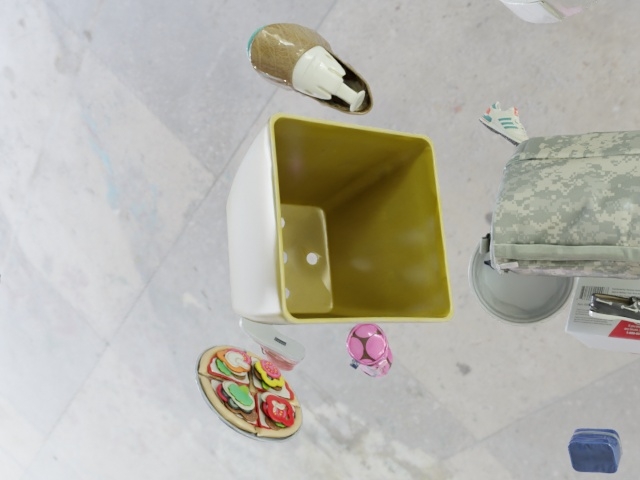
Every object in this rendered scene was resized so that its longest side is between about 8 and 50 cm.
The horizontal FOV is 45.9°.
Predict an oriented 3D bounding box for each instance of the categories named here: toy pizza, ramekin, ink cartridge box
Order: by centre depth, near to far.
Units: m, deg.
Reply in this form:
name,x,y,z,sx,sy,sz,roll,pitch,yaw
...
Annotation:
name,x,y,z,sx,sy,sz,roll,pitch,yaw
toy pizza,-0.107,0.235,1.205,0.201,0.201,0.032,41,113,7
ink cartridge box,0.627,0.080,1.503,0.114,0.273,0.197,31,161,-38
ramekin,0.404,0.067,1.518,0.207,0.109,0.207,0,88,15

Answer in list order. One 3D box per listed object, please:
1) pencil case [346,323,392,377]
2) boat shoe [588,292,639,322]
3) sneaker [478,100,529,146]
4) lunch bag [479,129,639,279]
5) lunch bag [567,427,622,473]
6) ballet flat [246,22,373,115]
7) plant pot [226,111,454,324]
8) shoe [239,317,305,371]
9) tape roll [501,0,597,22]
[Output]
name,x,y,z,sx,sy,sz,roll,pitch,yaw
pencil case,0.106,0.235,1.572,0.098,0.095,0.209,42,175,17
boat shoe,0.492,0.106,1.201,0.125,0.046,0.038,5,107,20
sneaker,0.458,-0.278,1.807,0.161,0.057,0.075,41,100,36
lunch bag,0.444,-0.042,1.274,0.305,0.256,0.213,2,121,28
lunch bag,0.518,0.396,1.433,0.098,0.065,0.067,-6,102,34
ballet flat,0.006,-0.286,1.336,0.124,0.342,0.116,39,100,24
plant pot,0.000,0.000,0.857,0.187,0.212,0.212,-24,67,56
shoe,-0.127,0.251,1.821,0.178,0.063,0.081,32,135,-3
tape roll,0.487,-0.592,1.421,0.072,0.392,0.392,28,143,-29
